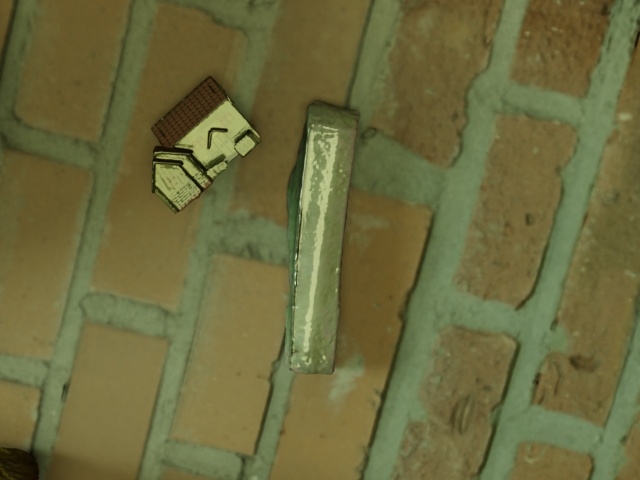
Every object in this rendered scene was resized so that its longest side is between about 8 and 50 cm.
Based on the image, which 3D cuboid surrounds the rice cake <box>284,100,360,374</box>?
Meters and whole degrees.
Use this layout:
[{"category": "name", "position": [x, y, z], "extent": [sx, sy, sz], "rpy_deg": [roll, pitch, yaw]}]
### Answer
[{"category": "rice cake", "position": [0.000, 0.000, 0.957], "extent": [0.047, 0.036, 0.207], "rpy_deg": [1, 100, -15]}]

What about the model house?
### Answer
[{"category": "model house", "position": [-0.092, -0.070, 0.929], "extent": [0.083, 0.057, 0.058], "rpy_deg": [-39, 104, 6]}]

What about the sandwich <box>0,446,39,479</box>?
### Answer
[{"category": "sandwich", "position": [-0.383, 0.269, 0.925], "extent": [0.325, 0.131, 0.262], "rpy_deg": [10, 101, -14]}]
